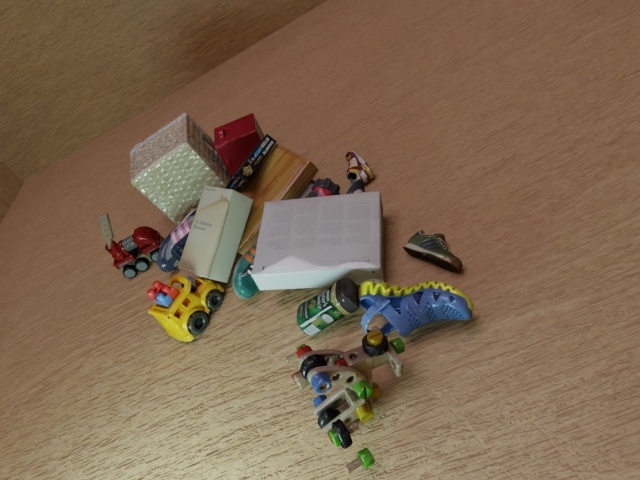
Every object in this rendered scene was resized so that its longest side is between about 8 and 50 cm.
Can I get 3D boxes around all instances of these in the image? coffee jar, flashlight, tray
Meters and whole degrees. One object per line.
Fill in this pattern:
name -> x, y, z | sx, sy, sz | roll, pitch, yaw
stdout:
coffee jar -> 0.023, 0.180, 1.297 | 0.184, 0.079, 0.096 | -35, 28, 26
flashlight -> -0.028, -0.074, 1.612 | 0.103, 0.103, 0.304 | -25, 33, 55
tray -> -0.210, -0.150, 1.747 | 0.203, 0.076, 0.411 | 33, 85, 38

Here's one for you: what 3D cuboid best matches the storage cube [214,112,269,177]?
storage cube -> -0.338, -0.412, 2.082 | 0.193, 0.215, 0.184 | -21, 40, 4

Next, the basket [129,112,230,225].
basket -> -0.605, -0.301, 2.064 | 0.331, 0.328, 0.266 | -30, 41, 11

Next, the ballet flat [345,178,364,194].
ballet flat -> 0.104, -0.115, 1.582 | 0.074, 0.074, 0.203 | 22, 71, 46

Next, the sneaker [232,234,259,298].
sneaker -> -0.187, 0.052, 1.564 | 0.121, 0.108, 0.302 | -28, 30, 50

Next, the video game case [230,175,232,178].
video game case -> -0.383, -0.268, 2.127 | 0.122, 0.011, 0.087 | 19, 63, 45

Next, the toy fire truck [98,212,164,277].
toy fire truck -> -0.793, -0.003, 1.964 | 0.217, 0.246, 0.158 | -29, 40, 8

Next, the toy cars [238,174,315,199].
toy cars -> -0.170, -0.201, 1.853 | 0.393, 0.087, 0.177 | -3, 64, 29

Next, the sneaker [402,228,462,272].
sneaker -> 0.318, 0.018, 1.296 | 0.086, 0.064, 0.192 | -52, 39, -12

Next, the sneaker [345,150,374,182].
sneaker -> 0.119, -0.264, 1.720 | 0.084, 0.070, 0.185 | -32, 38, -4

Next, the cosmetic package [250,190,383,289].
cosmetic package -> 0.000, 0.000, 1.434 | 0.377, 0.097, 0.284 | -4, 50, 13

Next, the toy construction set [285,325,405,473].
toy construction set -> 0.072, 0.308, 1.108 | 0.237, 0.258, 0.309 | -25, 13, -15

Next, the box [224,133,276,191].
box -> -0.269, -0.283, 1.800 | 0.175, 0.051, 0.220 | -29, 27, 58

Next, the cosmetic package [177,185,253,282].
cosmetic package -> -0.365, -0.024, 1.656 | 0.160, 0.113, 0.310 | 10, 82, 37

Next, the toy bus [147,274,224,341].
toy bus -> -0.459, 0.187, 1.566 | 0.149, 0.211, 0.220 | 4, 51, 40

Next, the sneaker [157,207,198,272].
sneaker -> -0.524, -0.010, 1.888 | 0.131, 0.112, 0.319 | 0, 51, 39

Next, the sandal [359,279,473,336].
sandal -> 0.221, 0.180, 1.169 | 0.317, 0.126, 0.138 | -8, 46, 42
